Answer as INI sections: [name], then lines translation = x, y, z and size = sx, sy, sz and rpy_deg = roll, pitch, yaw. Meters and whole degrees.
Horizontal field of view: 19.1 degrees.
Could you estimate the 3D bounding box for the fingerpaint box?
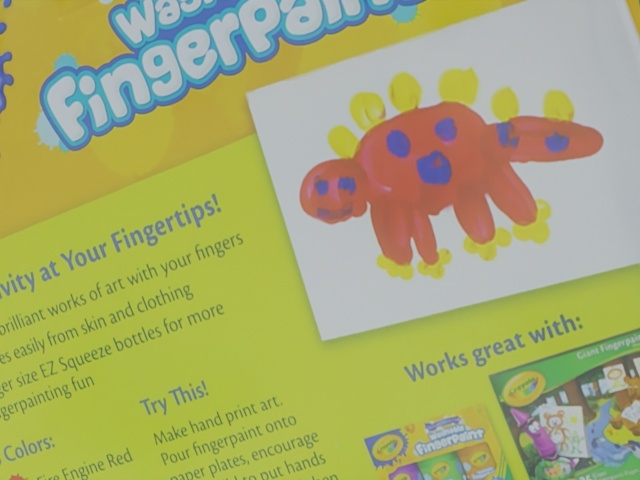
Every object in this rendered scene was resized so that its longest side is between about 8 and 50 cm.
[fingerpaint box]
translation = 0.000, 0.000, 0.955
size = 0.444, 0.371, 0.163
rpy_deg = -21, -178, 30
